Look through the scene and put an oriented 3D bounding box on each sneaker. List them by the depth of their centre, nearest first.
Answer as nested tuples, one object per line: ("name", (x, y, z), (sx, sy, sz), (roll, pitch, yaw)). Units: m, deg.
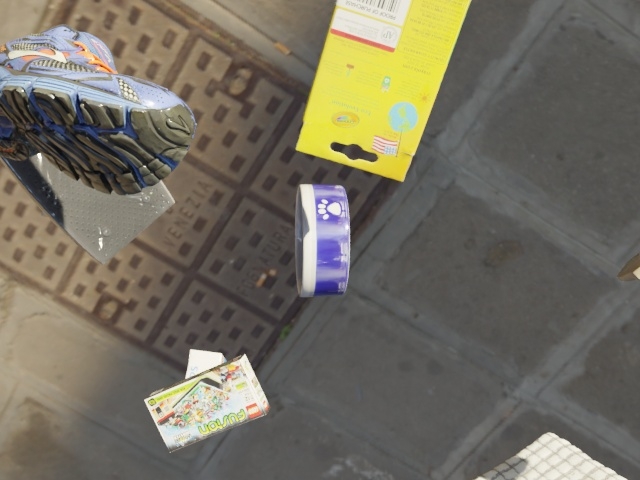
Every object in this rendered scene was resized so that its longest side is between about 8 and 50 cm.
("sneaker", (-0.154, -0.094, 0.418), (0.221, 0.087, 0.083), (19, 154, 35))

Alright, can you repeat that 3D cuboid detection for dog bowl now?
("dog bowl", (0.000, 0.000, 1.594), (0.104, 0.265, 0.265), (-1, 113, -6))

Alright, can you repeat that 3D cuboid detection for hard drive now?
("hard drive", (-0.350, -0.105, 0.982), (0.054, 0.172, 0.255), (-18, 115, 51))

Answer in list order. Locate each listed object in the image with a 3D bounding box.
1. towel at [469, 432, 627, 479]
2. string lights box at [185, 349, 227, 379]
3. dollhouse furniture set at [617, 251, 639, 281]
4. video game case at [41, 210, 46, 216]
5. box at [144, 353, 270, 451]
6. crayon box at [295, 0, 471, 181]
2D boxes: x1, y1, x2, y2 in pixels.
("towel", (0.223, 0.351, 0.709), (0.283, 0.235, 0.121), (-25, 113, -21))
("string lights box", (-0.261, 0.352, 1.601), (0.076, 0.260, 0.133), (7, 69, 3))
("dollhouse furniture set", (0.313, 0.068, 0.466), (0.101, 0.161, 0.182), (-43, 81, 18))
("video game case", (-0.547, -0.194, 1.452), (0.035, 0.275, 0.248), (8, 100, -14))
("box", (-0.209, 0.301, 1.252), (0.207, 0.036, 0.114), (-25, 94, 12))
("crayon box", (0.094, -0.277, 1.119), (0.202, 0.081, 0.319), (17, 114, -3))
